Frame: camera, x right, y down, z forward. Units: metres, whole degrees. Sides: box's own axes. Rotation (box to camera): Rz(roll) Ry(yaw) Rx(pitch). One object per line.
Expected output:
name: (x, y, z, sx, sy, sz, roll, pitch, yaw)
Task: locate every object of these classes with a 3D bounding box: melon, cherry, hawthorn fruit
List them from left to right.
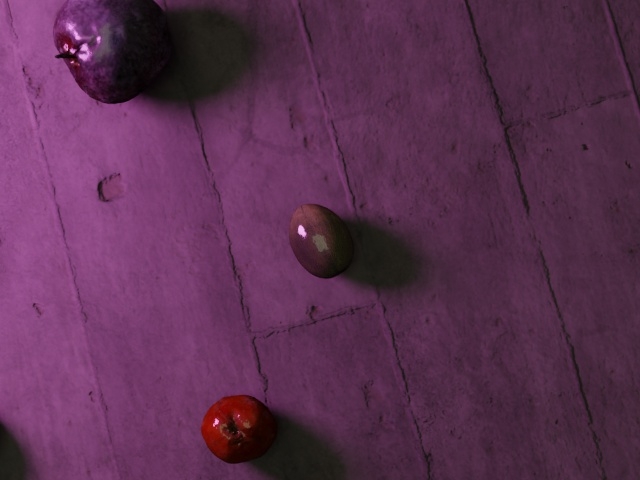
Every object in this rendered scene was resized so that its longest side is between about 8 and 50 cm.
cherry: (-0.340, -0.327, 1.501, 0.195, 0.195, 0.195, 0, 86, 5)
hawthorn fruit: (-0.131, 0.305, 1.468, 0.128, 0.128, 0.128, 0, 86, 5)
melon: (0.000, 0.000, 1.487, 0.098, 0.098, 0.130, -27, 85, 3)
